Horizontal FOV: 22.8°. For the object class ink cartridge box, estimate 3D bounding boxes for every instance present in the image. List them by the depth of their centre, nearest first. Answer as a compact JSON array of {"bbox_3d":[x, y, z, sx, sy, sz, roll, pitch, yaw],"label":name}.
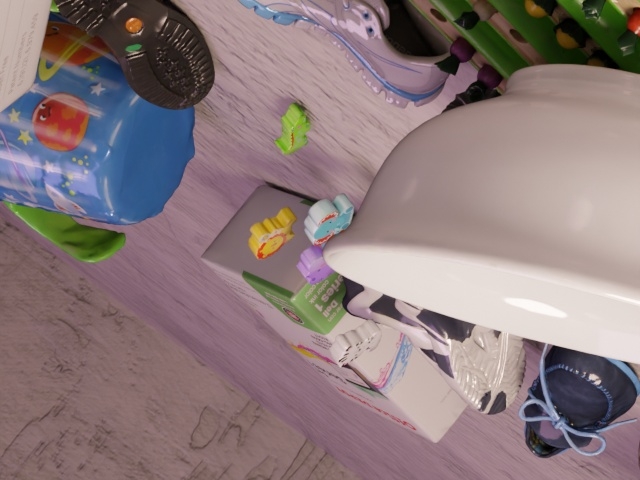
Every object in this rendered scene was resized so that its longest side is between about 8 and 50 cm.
[{"bbox_3d":[0.032,0.081,1.754,0.278,0.117,0.201,46,166,-33],"label":"ink cartridge box"}]

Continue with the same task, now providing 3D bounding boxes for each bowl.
[{"bbox_3d":[0.159,-0.014,0.900,0.298,0.134,0.298,14,172,2],"label":"bowl"}]

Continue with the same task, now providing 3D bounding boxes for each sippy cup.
[{"bbox_3d":[-0.261,-0.123,1.666,0.224,0.240,0.305,21,170,25],"label":"sippy cup"}]

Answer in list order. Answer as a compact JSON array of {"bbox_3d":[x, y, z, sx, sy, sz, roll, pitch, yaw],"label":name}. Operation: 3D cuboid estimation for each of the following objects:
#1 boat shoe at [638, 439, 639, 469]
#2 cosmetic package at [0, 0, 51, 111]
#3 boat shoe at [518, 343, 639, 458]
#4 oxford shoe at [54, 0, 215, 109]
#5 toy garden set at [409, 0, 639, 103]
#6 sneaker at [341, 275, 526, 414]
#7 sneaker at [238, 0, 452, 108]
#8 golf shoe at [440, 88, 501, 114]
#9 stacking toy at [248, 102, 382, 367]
[{"bbox_3d":[0.379,0.155,1.072,0.130,0.132,0.355,16,180,-34],"label":"boat shoe"},{"bbox_3d":[-0.437,-0.209,1.192,0.329,0.393,0.327,37,142,8],"label":"cosmetic package"},{"bbox_3d":[0.244,0.164,1.505,0.109,0.089,0.258,34,167,19],"label":"boat shoe"},{"bbox_3d":[-0.171,-0.205,1.451,0.227,0.083,0.096,50,-174,-47],"label":"oxford shoe"},{"bbox_3d":[0.095,-0.148,0.905,0.204,0.049,0.244,43,167,-18],"label":"toy garden set"},{"bbox_3d":[0.100,0.069,1.572,0.235,0.094,0.153,46,167,-31],"label":"sneaker"},{"bbox_3d":[0.017,-0.166,1.053,0.191,0.071,0.083,32,162,-8],"label":"sneaker"},{"bbox_3d":[0.178,0.004,1.102,0.273,0.105,0.120,41,175,-6],"label":"golf shoe"},{"bbox_3d":[0.000,0.000,1.484,0.167,0.052,0.221,52,155,24],"label":"stacking toy"}]
